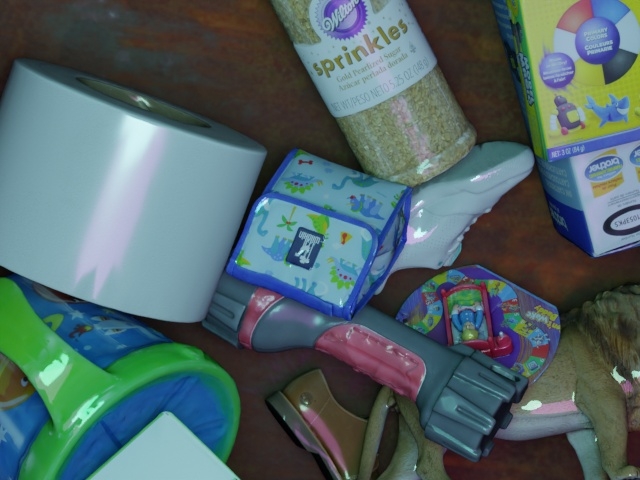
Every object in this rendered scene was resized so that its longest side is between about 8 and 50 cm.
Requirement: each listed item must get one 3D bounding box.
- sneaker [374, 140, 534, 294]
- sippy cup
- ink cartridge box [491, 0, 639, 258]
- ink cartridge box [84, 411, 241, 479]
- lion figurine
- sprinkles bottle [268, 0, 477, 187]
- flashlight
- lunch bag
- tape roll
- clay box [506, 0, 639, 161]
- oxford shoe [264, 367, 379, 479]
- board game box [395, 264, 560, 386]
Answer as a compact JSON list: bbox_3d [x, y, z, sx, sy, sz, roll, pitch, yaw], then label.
[{"bbox_3d":[0.123,-0.021,1.968,0.212,0.080,0.094,-27,110,6],"label":"sneaker"},{"bbox_3d":[-0.230,0.147,1.831,0.240,0.224,0.306,-19,134,-39],"label":"sippy cup"},{"bbox_3d":[0.332,-0.157,1.936,0.270,0.151,0.396,-18,103,-5],"label":"ink cartridge box"},{"bbox_3d":[-0.141,0.310,1.781,0.198,0.115,0.273,-42,146,-15],"label":"ink cartridge box"},{"bbox_3d":[0.192,0.155,1.966,0.392,0.142,0.240,-3,59,-4],"label":"lion figurine"},{"bbox_3d":[0.019,-0.220,1.878,0.121,0.121,0.355,-31,106,-4],"label":"sprinkles bottle"},{"bbox_3d":[0.035,0.109,1.887,0.304,0.103,0.103,30,114,17],"label":"flashlight"},{"bbox_3d":[0.000,0.000,1.855,0.128,0.151,0.096,20,140,15],"label":"lunch bag"},{"bbox_3d":[-0.189,-0.048,1.809,0.246,0.246,0.169,19,98,-14],"label":"tape roll"},{"bbox_3d":[0.240,-0.194,1.810,0.127,0.053,0.222,-14,105,-7],"label":"clay box"},{"bbox_3d":[0.036,0.220,1.999,0.076,0.076,0.212,-38,106,-12],"label":"oxford shoe"},{"bbox_3d":[0.149,0.081,1.947,0.133,0.168,0.033,-47,146,-20],"label":"board game box"}]
